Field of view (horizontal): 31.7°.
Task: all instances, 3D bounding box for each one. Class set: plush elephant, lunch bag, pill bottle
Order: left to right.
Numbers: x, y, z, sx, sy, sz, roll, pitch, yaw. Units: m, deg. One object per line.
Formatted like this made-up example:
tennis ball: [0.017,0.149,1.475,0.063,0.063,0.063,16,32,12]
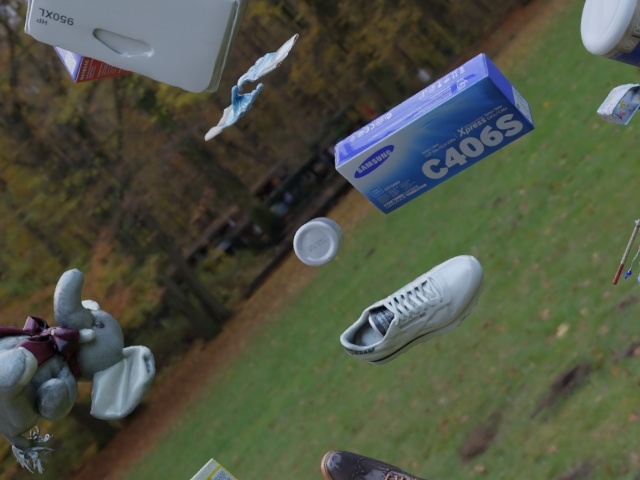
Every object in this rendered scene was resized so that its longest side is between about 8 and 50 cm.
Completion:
plush elephant: [-0.404,0.167,1.704,0.272,0.330,0.255,23,54,38]
pill bottle: [0.000,0.000,2.197,0.087,0.087,0.160,-45,-1,8]
lunch bag: [0.603,-0.274,2.245,0.083,0.053,0.071,-56,14,0]
pill bottle: [0.565,-0.340,1.795,0.153,0.265,0.153,-168,90,-77]

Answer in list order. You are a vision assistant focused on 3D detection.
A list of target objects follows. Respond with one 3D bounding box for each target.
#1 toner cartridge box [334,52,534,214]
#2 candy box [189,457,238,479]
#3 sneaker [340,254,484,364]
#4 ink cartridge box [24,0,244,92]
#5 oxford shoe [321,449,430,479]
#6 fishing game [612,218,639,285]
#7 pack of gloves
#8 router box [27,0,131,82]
toner cartridge box: [0.212,-0.195,2.140,0.348,0.165,0.075,-31,37,26]
candy box: [-0.141,0.475,1.946,0.105,0.206,0.027,-40,-13,-52]
sneaker: [0.137,0.102,1.660,0.235,0.090,0.095,-40,-31,13]
ink cartridge box: [-0.240,-0.420,1.692,0.395,0.286,0.166,-81,10,-51]
oxford shoe: [0.133,0.419,1.919,0.098,0.271,0.097,120,174,-52]
fishing game: [0.628,0.076,1.942,0.041,0.264,0.189,-8,-57,-37]
pack of gloves: [-0.148,-0.301,2.167,0.195,0.046,0.232,-61,17,-19]
router box: [-0.390,-0.467,2.122,0.301,0.335,0.082,-17,-26,-35]
